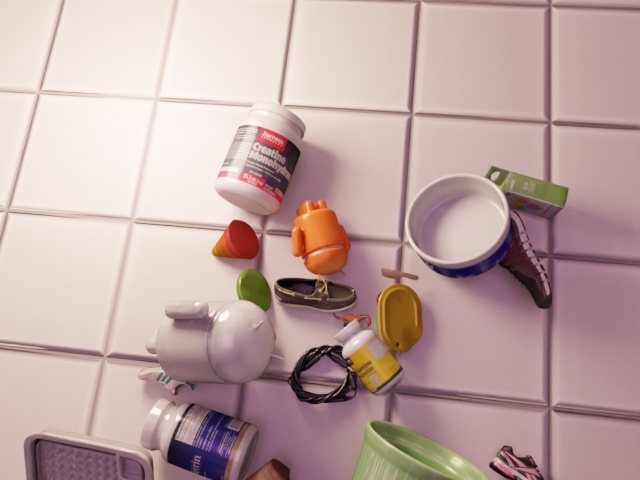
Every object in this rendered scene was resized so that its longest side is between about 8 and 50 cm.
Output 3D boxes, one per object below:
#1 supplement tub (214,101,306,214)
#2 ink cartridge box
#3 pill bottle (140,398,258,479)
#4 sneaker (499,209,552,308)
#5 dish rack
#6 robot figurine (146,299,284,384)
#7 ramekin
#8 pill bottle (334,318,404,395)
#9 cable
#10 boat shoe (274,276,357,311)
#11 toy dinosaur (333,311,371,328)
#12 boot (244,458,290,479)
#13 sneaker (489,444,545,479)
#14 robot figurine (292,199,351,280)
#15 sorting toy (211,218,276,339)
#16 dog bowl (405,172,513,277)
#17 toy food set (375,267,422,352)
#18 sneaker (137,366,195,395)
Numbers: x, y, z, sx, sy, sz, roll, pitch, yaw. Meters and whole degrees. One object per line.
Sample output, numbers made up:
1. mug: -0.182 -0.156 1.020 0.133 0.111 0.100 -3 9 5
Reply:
1. supplement tub: -0.165 -0.226 1.495 0.191 0.191 0.272 18 78 9
2. ink cartridge box: 0.548 -0.129 1.455 0.209 0.109 0.062 18 77 9
3. pill bottle: -0.302 0.498 1.337 0.264 0.153 0.153 16 77 9
4. sneaker: 0.491 0.068 1.423 0.162 0.106 0.281 -19 66 7
5. dish rack: -0.559 0.599 1.325 0.332 0.072 0.286 8 109 6
6. robot figurine: -0.259 0.251 1.317 0.353 0.300 0.200 -7 45 30
7. ramekin: 0.218 0.547 1.214 0.303 0.303 0.148 23 86 10
8. pill bottle: 0.121 0.297 1.373 0.103 0.103 0.184 -39 81 -6
9. cable: 0.004 0.352 1.405 0.184 0.047 0.151 -5 75 4
10. boat shoe: -0.013 0.140 1.438 0.227 0.069 0.081 1 44 5
11. toy dinosaur: 0.093 0.214 1.422 0.082 0.090 0.047 -24 55 44
12. boot: -0.099 0.694 1.296 0.283 0.109 0.220 42 96 -10
13. sneaker: 0.509 0.567 1.299 0.178 0.072 0.077 34 70 6
14. robot figurine: -0.002 0.000 1.456 0.128 0.158 0.219 -21 74 16
15. sorting toy: -0.226 0.131 1.471 0.126 0.127 0.366 -22 75 29
16. dog bowl: 0.364 -0.038 1.401 0.264 0.104 0.265 -13 59 21
17. toy food set: 0.200 0.189 1.428 0.128 0.071 0.218 5 77 -19
18. sneaker: -0.410 0.376 1.425 0.161 0.057 0.075 -5 69 0
